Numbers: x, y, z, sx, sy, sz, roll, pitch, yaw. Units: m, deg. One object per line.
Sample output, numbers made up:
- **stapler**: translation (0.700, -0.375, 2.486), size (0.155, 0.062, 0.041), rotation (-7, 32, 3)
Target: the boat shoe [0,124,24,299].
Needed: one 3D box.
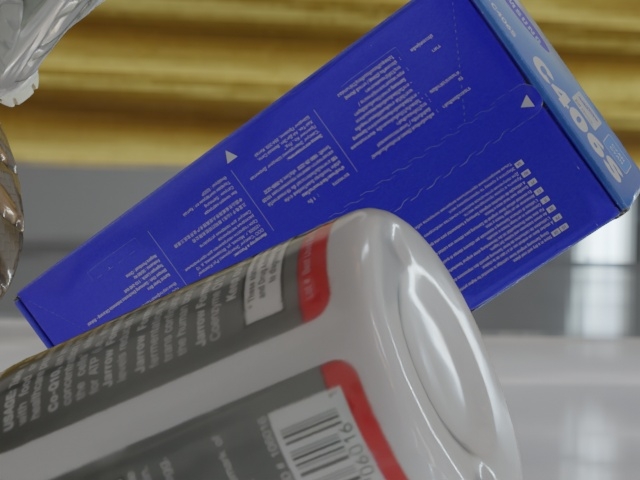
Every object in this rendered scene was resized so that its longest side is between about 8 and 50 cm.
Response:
- **boat shoe**: translation (-0.163, 0.021, 0.494), size (0.123, 0.116, 0.324), rotation (51, 20, -21)

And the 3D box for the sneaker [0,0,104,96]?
- **sneaker**: translation (-0.121, -0.141, 0.985), size (0.232, 0.115, 0.090), rotation (-40, -110, 47)

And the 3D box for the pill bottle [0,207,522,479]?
- **pill bottle**: translation (-0.065, 0.109, 0.921), size (0.161, 0.283, 0.161), rotation (54, 21, -33)

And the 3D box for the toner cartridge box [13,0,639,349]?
- **toner cartridge box**: translation (0.000, 0.000, 1.159), size (0.165, 0.348, 0.075), rotation (54, 23, -4)

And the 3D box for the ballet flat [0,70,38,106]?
- **ballet flat**: translation (-0.222, -0.121, 1.406), size (0.052, 0.057, 0.168), rotation (55, -8, -15)
